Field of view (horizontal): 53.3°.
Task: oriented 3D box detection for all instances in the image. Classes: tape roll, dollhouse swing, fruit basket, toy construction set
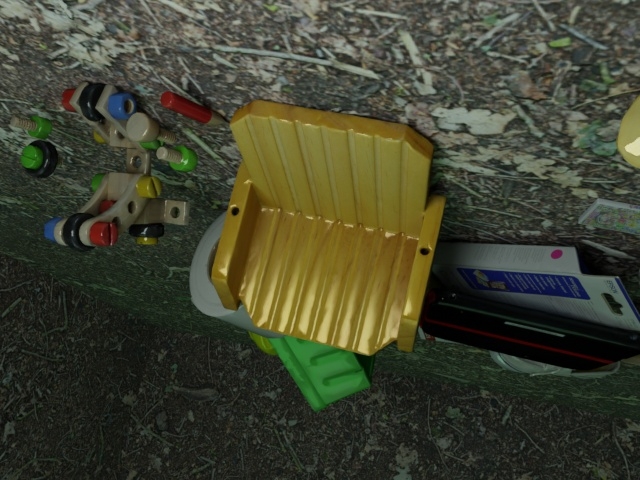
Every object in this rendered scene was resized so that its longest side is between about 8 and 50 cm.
[{"bbox_3d":[-0.128,0.064,1.318,0.246,0.246,0.169,-2,156,41],"label":"tape roll"},{"bbox_3d":[0.000,0.000,0.984,0.347,0.315,0.305,13,173,11],"label":"dollhouse swing"},{"bbox_3d":[-0.072,0.234,1.656,0.392,0.282,0.392,6,130,8],"label":"fruit basket"},{"bbox_3d":[-0.272,-0.117,1.008,0.309,0.257,0.237,-21,167,24],"label":"toy construction set"}]

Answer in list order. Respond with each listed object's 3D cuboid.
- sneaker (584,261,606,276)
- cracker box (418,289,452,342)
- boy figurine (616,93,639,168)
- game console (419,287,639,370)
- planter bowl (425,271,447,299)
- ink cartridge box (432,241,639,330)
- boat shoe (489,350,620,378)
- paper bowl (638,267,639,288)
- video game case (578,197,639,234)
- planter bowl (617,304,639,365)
[{"bbox_3d":[0.475,0.077,1.233,0.170,0.051,0.089,4,160,42],"label":"sneaker"},{"bbox_3d":[0.334,0.172,1.501,0.232,0.067,0.155,2,132,33],"label":"cracker box"},{"bbox_3d":[0.454,-0.096,0.644,0.285,0.092,0.177,7,162,22],"label":"boy figurine"},{"bbox_3d":[0.394,0.175,1.263,0.387,0.060,0.342,12,163,8],"label":"game console"},{"bbox_3d":[0.185,0.079,1.383,0.217,0.090,0.217,13,162,4],"label":"planter bowl"},{"bbox_3d":[0.389,0.079,1.167,0.371,0.069,0.176,6,149,47],"label":"ink cartridge box"},{"bbox_3d":[0.629,0.299,1.663,0.367,0.135,0.156,16,163,-18],"label":"boat shoe"},{"bbox_3d":[0.644,0.102,0.965,0.285,0.148,0.284,7,156,3],"label":"paper bowl"},{"bbox_3d":[0.465,-0.033,0.962,0.122,0.011,0.087,11,162,6],"label":"video game case"},{"bbox_3d":[0.698,0.198,1.338,0.162,0.109,0.162,12,162,4],"label":"planter bowl"}]
